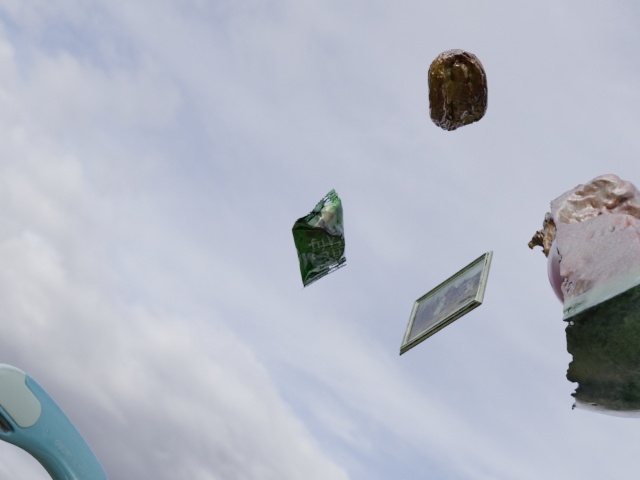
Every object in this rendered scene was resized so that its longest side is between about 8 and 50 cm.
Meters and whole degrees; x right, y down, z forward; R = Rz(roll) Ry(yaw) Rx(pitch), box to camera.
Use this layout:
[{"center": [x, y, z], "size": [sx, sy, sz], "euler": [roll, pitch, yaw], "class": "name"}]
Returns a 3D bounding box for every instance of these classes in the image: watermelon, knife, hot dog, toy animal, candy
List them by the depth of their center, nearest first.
[{"center": [0.249, 0.050, 0.717], "size": [0.148, 0.318, 0.226], "euler": [-30, -110, 26], "class": "watermelon"}, {"center": [-0.271, 0.197, 0.826], "size": [0.031, 0.064, 0.222], "euler": [10, -40, 34], "class": "knife"}, {"center": [0.221, -0.239, 1.377], "size": [0.099, 0.065, 0.147], "euler": [-10, -49, -2], "class": "hot dog"}, {"center": [0.463, -0.019, 1.630], "size": [0.116, 0.114, 0.255], "euler": [62, 8, 26], "class": "toy animal"}, {"center": [-0.001, -0.002, 1.860], "size": [0.078, 0.141, 0.203], "euler": [36, -41, 48], "class": "candy"}]

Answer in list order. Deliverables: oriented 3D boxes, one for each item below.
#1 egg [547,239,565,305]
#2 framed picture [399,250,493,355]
[{"center": [0.479, 0.063, 1.308], "size": [0.271, 0.196, 0.196], "euler": [45, -14, 56], "class": "egg"}, {"center": [0.300, 0.148, 2.027], "size": [0.017, 0.217, 0.274], "euler": [42, -55, -11], "class": "framed picture"}]
